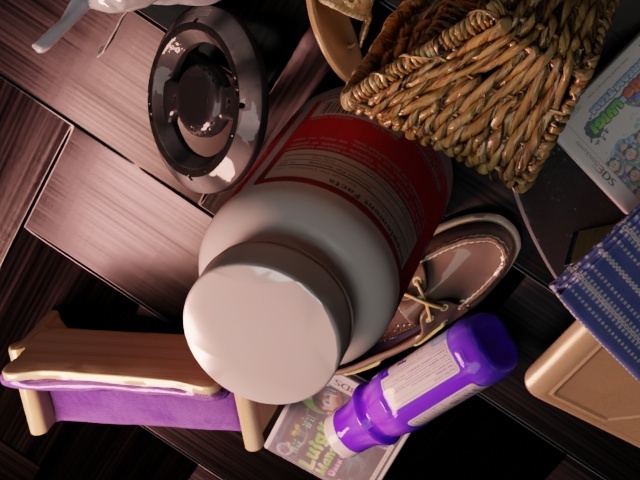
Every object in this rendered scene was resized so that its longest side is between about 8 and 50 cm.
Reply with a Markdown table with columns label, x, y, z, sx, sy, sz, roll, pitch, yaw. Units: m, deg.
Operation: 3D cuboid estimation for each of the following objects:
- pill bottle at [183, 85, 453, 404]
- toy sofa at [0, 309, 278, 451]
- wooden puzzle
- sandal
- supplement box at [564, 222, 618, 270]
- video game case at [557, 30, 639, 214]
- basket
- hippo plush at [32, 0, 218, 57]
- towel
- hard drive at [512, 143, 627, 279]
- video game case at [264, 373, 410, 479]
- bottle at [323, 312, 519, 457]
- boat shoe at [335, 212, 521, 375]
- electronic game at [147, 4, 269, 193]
| label | x | y | z | sx | sy | sz | roll | pitch | yaw |
| --- | --- | --- | --- | --- | --- | --- | --- | --- | --- |
| pill bottle | 0.000 | 0.000 | 1.575 | 0.229 | 0.407 | 0.229 | 9 | 122 | 15 |
| toy sofa | -0.254 | 0.209 | 1.932 | 0.362 | 0.177 | 0.150 | 1 | 119 | 19 |
| wooden puzzle | 0.411 | 0.162 | 1.723 | 0.239 | 0.044 | 0.221 | 30 | 125 | -12 |
| sandal | 0.026 | -0.297 | 1.586 | 0.079 | 0.088 | 0.240 | -14 | 108 | 30 |
| supplement box | 0.334 | 0.024 | 1.596 | 0.083 | 0.083 | 0.056 | -13 | 114 | 24 |
| video game case | 0.355 | -0.132 | 1.553 | 0.157 | 0.019 | 0.143 | -45 | 103 | 3 |
| basket | 0.179 | -0.230 | 1.439 | 0.223 | 0.299 | 0.213 | 26 | 124 | 4 |
| hippo plush | -0.209 | -0.389 | 1.582 | 0.294 | 0.234 | 0.236 | -36 | 77 | 27 |
| towel | 0.446 | 0.011 | 1.542 | 0.336 | 0.040 | 0.243 | -45 | 113 | 7 |
| hard drive | 0.314 | -0.056 | 1.641 | 0.172 | 0.054 | 0.254 | -15 | 113 | 27 |
| video game case | 0.029 | 0.268 | 1.956 | 0.173 | 0.022 | 0.190 | 28 | 125 | 3 |
| bottle | 0.125 | 0.197 | 1.816 | 0.283 | 0.118 | 0.092 | -36 | 79 | 31 |
| boat shoe | 0.117 | 0.076 | 1.765 | 0.324 | 0.097 | 0.116 | -32 | 104 | 32 |
| electronic game | -0.139 | -0.171 | 1.683 | 0.229 | 0.048 | 0.229 | 7 | 99 | 48 |
